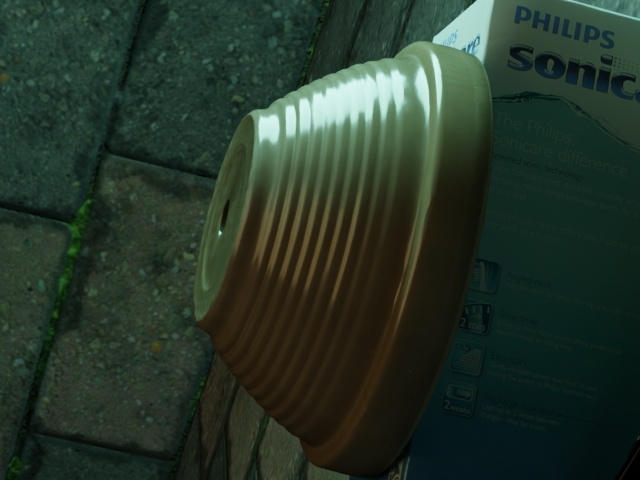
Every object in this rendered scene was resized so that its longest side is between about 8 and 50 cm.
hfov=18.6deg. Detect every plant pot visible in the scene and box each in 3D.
[{"bbox_3d":[0.000,0.000,1.038,0.237,0.110,0.237,-165,90,-77],"label":"plant pot"}]

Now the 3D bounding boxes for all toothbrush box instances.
[{"bbox_3d":[0.152,0.032,1.083,0.126,0.216,0.295,149,133,-74],"label":"toothbrush box"}]

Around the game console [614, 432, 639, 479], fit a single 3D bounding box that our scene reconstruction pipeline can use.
[{"bbox_3d":[0.153,0.176,0.968,0.361,0.213,0.044,-61,15,15],"label":"game console"}]
